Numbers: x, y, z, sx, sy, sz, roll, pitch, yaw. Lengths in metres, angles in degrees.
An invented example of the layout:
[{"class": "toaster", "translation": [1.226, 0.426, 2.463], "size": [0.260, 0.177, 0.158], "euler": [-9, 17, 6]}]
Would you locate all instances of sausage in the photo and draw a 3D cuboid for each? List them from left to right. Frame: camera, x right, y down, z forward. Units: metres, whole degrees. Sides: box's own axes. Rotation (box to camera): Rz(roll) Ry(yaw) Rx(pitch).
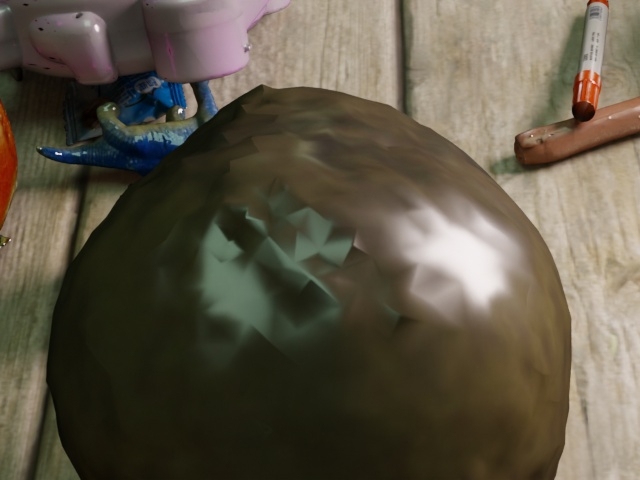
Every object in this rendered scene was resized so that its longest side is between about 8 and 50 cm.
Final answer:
[{"class": "sausage", "translation": [0.283, -0.116, 1.780], "size": [0.186, 0.043, 0.043], "euler": [-19, 44, -8]}]

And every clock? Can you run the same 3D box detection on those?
[{"class": "clock", "translation": [-0.210, -0.257, 1.921], "size": [0.322, 0.113, 0.295], "euler": [-3, 24, 13]}]

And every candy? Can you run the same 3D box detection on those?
[{"class": "candy", "translation": [-0.215, -0.154, 1.922], "size": [0.136, 0.038, 0.088], "euler": [-17, 57, 3]}]

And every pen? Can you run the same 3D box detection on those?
[{"class": "pen", "translation": [0.280, -0.190, 1.836], "size": [0.028, 0.028, 0.239], "euler": [1, 34, 12]}]

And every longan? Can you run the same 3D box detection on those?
[{"class": "longan", "translation": [-0.001, 0.095, 1.366], "size": [0.404, 0.404, 0.436], "euler": [-4, 18, 7]}]

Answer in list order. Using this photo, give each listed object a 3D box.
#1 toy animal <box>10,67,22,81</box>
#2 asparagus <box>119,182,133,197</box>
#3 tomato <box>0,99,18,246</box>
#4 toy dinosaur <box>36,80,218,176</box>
[{"class": "toy animal", "translation": [-0.468, -0.208, 1.973], "size": [0.233, 0.121, 0.169], "euler": [-22, 60, -26]}, {"class": "asparagus", "translation": [0.000, 0.000, 1.669], "size": [0.382, 0.108, 0.128], "euler": [-1, 43, 7]}, {"class": "tomato", "translation": [-0.446, -0.086, 1.744], "size": [0.303, 0.239, 0.303], "euler": [-6, 39, 5]}, {"class": "toy dinosaur", "translation": [-0.151, -0.078, 1.805], "size": [0.247, 0.075, 0.188], "euler": [-16, 46, -15]}]
